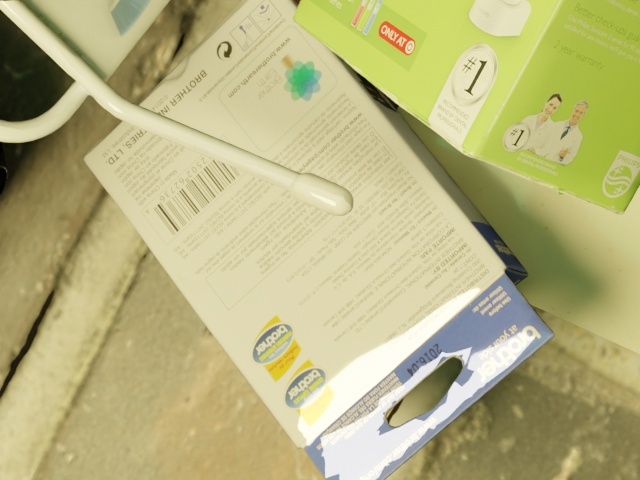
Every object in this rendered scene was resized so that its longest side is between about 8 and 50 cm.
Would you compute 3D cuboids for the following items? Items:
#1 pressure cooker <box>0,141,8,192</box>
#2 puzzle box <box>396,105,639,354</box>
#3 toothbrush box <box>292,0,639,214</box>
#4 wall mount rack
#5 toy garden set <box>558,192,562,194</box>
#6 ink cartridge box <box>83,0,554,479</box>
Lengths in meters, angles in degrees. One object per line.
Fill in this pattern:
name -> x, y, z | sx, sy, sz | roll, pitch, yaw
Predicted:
pressure cooker -> -0.454, -0.071, 1.086 | 0.420, 0.375, 0.370 | 43, 100, -1
puzzle box -> 0.257, -0.051, 1.182 | 0.409, 0.052, 0.272 | 25, 96, 3
toothbrush box -> 0.135, -0.190, 0.939 | 0.122, 0.206, 0.283 | 17, 106, -36
wall mount rack -> -0.072, -0.176, 1.087 | 0.304, 0.130, 0.350 | 43, 58, -16
toy garden set -> 0.221, -0.167, 1.052 | 0.204, 0.049, 0.244 | -11, 90, 19
ink cartridge box -> 0.000, 0.000, 1.155 | 0.186, 0.065, 0.311 | -42, 70, 14
